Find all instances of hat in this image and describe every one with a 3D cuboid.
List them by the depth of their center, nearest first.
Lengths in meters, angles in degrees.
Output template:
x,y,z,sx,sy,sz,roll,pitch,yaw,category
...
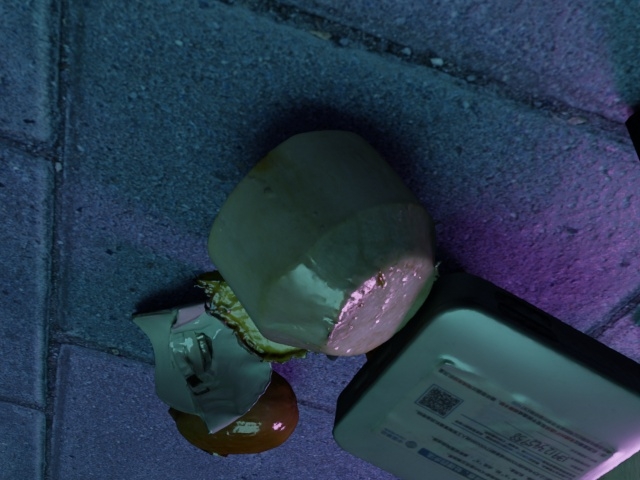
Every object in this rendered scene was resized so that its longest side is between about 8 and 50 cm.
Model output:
x,y,z,sx,sy,sz,roll,pitch,yaw,category
-0.245,0.224,1.399,0.302,0.168,0.257,1,106,45,hat

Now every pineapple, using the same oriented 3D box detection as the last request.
x,y,z,sx,sy,sz,roll,pitch,yaw,category
-0.043,0.121,1.198,0.335,0.161,0.158,-1,103,-2,pineapple

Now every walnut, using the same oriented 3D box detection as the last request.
x,y,z,sx,sy,sz,roll,pitch,yaw,category
-0.192,0.362,1.499,0.298,0.203,0.203,0,138,15,walnut

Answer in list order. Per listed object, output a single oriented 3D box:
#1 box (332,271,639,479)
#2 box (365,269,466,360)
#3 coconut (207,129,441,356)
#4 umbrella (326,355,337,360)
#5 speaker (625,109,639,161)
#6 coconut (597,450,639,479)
x,y,z,sx,sy,sz,roll,pitch,yaw,category
0.264,0.272,1.090,0.396,0.111,0.396,29,126,-8,box
0.260,0.239,1.276,0.225,0.143,0.341,-32,125,18,box
0.000,0.000,0.982,0.323,0.322,0.322,5,139,5,coconut
0.055,0.162,1.330,0.066,0.059,0.235,34,140,7,umbrella
0.558,-0.096,0.846,0.254,0.184,0.232,-30,126,32,speaker
0.588,0.442,1.426,0.245,0.247,0.245,3,169,1,coconut
